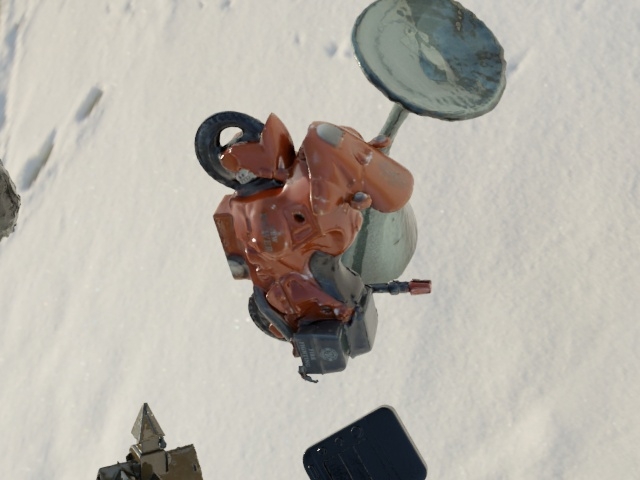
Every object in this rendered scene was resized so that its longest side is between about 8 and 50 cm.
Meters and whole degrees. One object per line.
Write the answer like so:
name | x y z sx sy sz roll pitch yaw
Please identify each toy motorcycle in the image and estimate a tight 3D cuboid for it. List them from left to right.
toy motorcycle | 0.000 0.000 0.897 0.221 0.326 0.148 -2 36 18

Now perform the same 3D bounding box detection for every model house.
model house | -0.297 0.408 1.470 0.176 0.180 0.248 21 117 56

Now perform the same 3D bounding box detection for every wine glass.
wine glass | 0.083 -0.125 1.155 0.406 0.267 0.267 120 150 -57

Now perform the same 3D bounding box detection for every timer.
timer | 0.074 0.381 1.420 0.187 0.055 0.144 -31 84 10

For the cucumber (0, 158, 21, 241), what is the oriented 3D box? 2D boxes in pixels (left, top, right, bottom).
cucumber | -0.199 -0.068 0.381 0.067 0.245 0.067 -1 52 1
